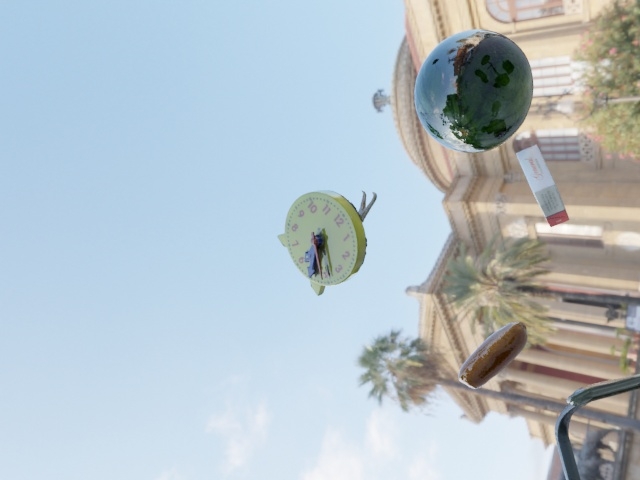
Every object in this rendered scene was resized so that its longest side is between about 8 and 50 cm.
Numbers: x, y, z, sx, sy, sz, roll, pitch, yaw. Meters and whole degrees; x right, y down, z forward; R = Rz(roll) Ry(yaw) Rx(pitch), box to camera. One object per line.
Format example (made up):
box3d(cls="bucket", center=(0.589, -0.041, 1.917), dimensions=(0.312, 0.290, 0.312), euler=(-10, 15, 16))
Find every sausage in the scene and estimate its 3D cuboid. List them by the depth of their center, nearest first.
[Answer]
box3d(cls="sausage", center=(0.485, 0.320, 1.489), dimensions=(0.238, 0.098, 0.098), euler=(-45, -44, 0))

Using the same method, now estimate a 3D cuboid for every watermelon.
box3d(cls="watermelon", center=(0.309, -0.301, 1.084), dimensions=(0.242, 0.242, 0.242), euler=(-10, -78, -52))

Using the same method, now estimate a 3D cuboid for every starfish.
box3d(cls="starfish", center=(0.116, -0.066, 1.743), dimensions=(0.050, 0.138, 0.247), euler=(29, -68, -15))

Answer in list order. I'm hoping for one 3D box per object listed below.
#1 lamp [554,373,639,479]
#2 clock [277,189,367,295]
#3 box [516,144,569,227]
box3d(cls="lamp", center=(0.548, 0.381, 1.009), dimensions=(0.203, 0.124, 0.283), euler=(-10, -86, -10))
box3d(cls="clock", center=(-0.002, 0.000, 1.521), dimensions=(0.071, 0.277, 0.293), euler=(-18, -29, -49))
box3d(cls="box", center=(0.433, -0.103, 1.034), dimensions=(0.152, 0.048, 0.100), euler=(40, -144, -50))
